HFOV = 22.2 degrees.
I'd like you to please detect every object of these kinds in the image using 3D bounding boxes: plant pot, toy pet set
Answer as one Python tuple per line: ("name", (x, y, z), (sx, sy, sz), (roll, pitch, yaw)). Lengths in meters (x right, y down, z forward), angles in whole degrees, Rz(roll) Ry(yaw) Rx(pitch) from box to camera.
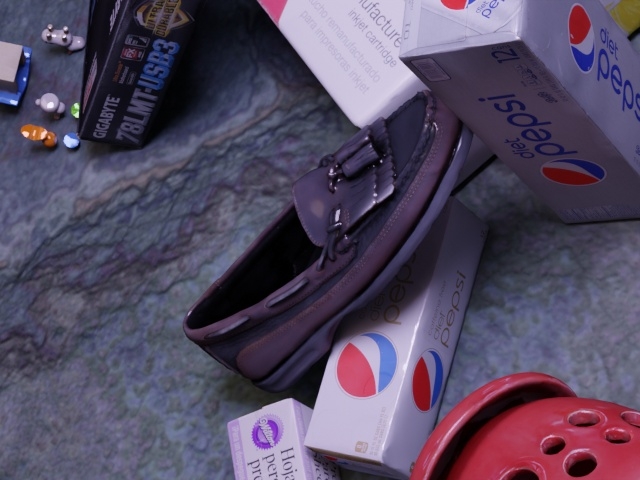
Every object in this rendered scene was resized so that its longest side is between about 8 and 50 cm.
("plant pot", (0.166, 0.191, 1.080), (0.174, 0.191, 0.191), (29, 86, 46))
("toy pet set", (-0.277, -0.149, 1.592), (0.114, 0.065, 0.122), (12, 76, -1))

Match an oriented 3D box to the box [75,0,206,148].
("box", (-0.153, -0.275, 1.441), (0.073, 0.295, 0.293), (8, 66, -14))

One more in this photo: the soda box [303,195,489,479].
("soda box", (0.061, 0.073, 1.265), (0.073, 0.069, 0.216), (7, 73, 34))

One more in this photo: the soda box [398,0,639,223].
("soda box", (0.162, -0.111, 1.150), (0.091, 0.286, 0.098), (-6, 66, 31))

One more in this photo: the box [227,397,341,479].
("box", (-0.007, 0.279, 1.215), (0.063, 0.067, 0.324), (-23, 58, 20))

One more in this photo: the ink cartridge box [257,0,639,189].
("ink cartridge box", (0.138, -0.272, 1.316), (0.384, 0.160, 0.279), (-42, 54, 9))

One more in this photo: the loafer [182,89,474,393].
("loafer", (0.000, 0.000, 1.216), (0.302, 0.095, 0.109), (-53, 24, 34))
